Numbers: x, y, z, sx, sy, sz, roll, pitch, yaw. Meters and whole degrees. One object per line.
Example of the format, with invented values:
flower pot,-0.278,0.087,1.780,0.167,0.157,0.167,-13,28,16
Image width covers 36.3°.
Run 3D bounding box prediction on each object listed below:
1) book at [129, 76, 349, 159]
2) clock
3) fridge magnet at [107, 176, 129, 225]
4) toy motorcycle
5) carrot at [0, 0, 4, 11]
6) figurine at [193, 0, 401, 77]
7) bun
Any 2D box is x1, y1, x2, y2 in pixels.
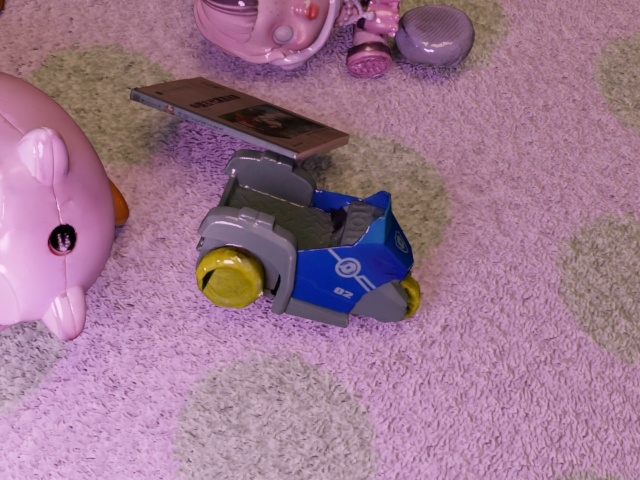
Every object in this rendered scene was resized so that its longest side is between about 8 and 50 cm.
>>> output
book,-0.116,-0.185,1.473,0.283,0.025,0.215,22,20,16
clock,-0.410,-0.049,1.223,0.377,0.368,0.250,17,27,38
fridge magnet,-0.338,-0.070,1.407,0.063,0.143,0.143,-48,70,12
toy motorcycle,0.000,0.000,1.355,0.326,0.200,0.191,17,39,-3
carrot,-0.542,-0.448,1.664,0.036,0.035,0.165,0,60,-10
figurine,-0.040,-0.399,1.619,0.361,0.253,0.211,-3,14,-20
bun,0.196,-0.347,1.694,0.141,0.083,0.141,2,48,-2
